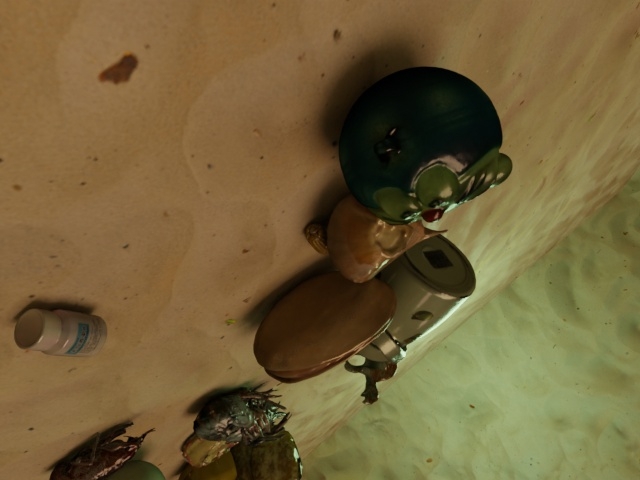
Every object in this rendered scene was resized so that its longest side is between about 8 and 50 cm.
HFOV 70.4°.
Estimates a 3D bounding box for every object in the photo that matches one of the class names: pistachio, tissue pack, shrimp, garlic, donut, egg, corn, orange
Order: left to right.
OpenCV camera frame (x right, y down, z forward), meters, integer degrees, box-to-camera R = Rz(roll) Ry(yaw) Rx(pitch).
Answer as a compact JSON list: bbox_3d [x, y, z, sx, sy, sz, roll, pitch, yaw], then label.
[{"bbox_3d":[-0.397,0.398,0.838,0.190,0.073,0.075,-27,156,-14],"label":"shrimp"},{"bbox_3d":[-0.412,0.563,0.988,0.149,0.149,0.192,-19,154,-37],"label":"egg"},{"bbox_3d":[-0.337,0.689,1.318,0.127,0.123,0.178,9,127,-46],"label":"tissue pack"},{"bbox_3d":[-0.284,0.541,1.219,0.175,0.068,0.174,-31,152,-19],"label":"donut"},{"bbox_3d":[-0.210,0.732,1.438,0.210,0.271,0.368,16,132,-14],"label":"orange"},{"bbox_3d":[-0.157,0.451,1.130,0.372,0.172,0.137,18,113,-52],"label":"shrimp"},{"bbox_3d":[0.000,0.000,0.776,0.037,0.037,0.092,-40,158,0],"label":"corn"},{"bbox_3d":[0.010,0.158,0.872,0.293,0.181,0.162,-27,136,-12],"label":"pistachio"},{"bbox_3d":[0.102,-0.008,0.750,0.164,0.145,0.245,-3,-177,29],"label":"garlic"}]

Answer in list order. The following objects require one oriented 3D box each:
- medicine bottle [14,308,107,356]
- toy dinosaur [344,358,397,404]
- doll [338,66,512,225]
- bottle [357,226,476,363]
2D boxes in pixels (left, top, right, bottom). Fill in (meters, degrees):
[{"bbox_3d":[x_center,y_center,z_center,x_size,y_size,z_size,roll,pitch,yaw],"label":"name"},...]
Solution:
[{"bbox_3d":[-0.297,0.107,0.526,0.052,0.052,0.089,-42,154,4],"label":"medicine bottle"},{"bbox_3d":[0.138,0.270,1.247,0.393,0.205,0.092,-39,156,-51],"label":"toy dinosaur"},{"bbox_3d":[0.139,-0.121,0.606,0.199,0.186,0.322,-23,178,26],"label":"doll"},{"bbox_3d":[0.164,0.150,1.050,0.229,0.229,0.351,-14,147,-43],"label":"bottle"}]
